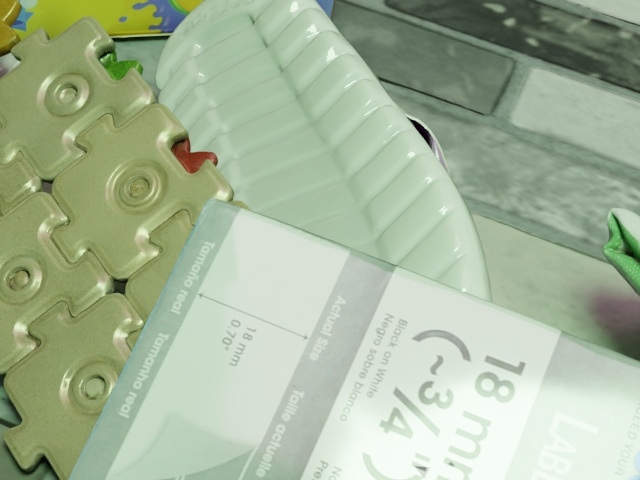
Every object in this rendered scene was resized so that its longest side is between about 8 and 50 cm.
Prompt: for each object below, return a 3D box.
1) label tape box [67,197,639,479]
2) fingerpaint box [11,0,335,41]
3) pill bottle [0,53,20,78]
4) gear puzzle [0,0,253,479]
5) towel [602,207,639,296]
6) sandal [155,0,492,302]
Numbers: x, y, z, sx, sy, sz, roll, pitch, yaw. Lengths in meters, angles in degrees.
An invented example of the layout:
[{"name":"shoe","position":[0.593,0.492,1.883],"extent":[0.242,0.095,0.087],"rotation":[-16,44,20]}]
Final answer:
[{"name":"label tape box","position":[0.060,0.156,0.523],"extent":[0.334,0.106,0.240],"rotation":[21,71,10]},{"name":"fingerpaint box","position":[-0.241,-0.316,0.997],"extent":[0.445,0.163,0.371],"rotation":[-6,44,-20]},{"name":"pill bottle","position":[-0.233,-0.109,0.844],"extent":[0.116,0.065,0.065],"rotation":[22,42,9]},{"name":"gear puzzle","position":[-0.153,-0.025,0.738],"extent":[0.175,0.044,0.339],"rotation":[-38,63,-3]},{"name":"towel","position":[0.330,0.074,0.708],"extent":[0.325,0.038,0.248],"rotation":[14,20,-18]},{"name":"sandal","position":[0.012,-0.008,0.759],"extent":[0.102,0.169,0.416],"rotation":[35,29,-44]}]
